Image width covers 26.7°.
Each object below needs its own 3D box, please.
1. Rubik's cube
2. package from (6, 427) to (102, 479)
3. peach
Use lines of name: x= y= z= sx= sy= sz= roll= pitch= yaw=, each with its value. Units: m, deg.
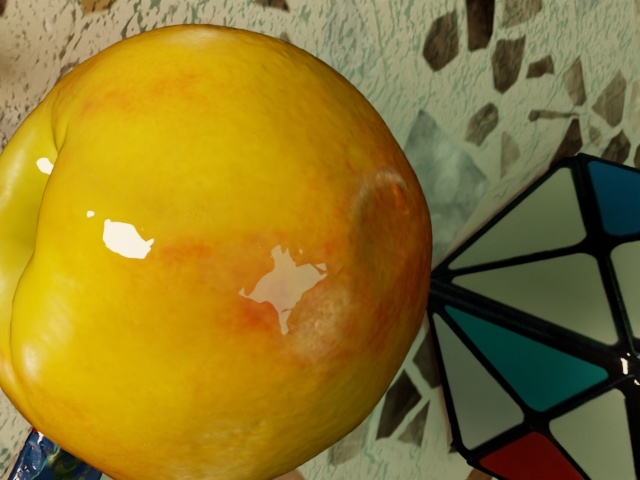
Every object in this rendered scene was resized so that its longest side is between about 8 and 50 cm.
Rubik's cube: x=0.274 y=0.095 z=1.267 sx=0.246 sy=0.250 sz=0.248 roll=-38 pitch=130 yaw=-30
package: x=-0.168 y=0.125 z=0.977 sx=0.083 sy=0.022 sz=0.200 roll=31 pitch=83 yaw=-50
peach: x=-0.057 y=0.012 z=0.846 sx=0.308 sy=0.289 sz=0.288 roll=19 pitch=94 yaw=-37
